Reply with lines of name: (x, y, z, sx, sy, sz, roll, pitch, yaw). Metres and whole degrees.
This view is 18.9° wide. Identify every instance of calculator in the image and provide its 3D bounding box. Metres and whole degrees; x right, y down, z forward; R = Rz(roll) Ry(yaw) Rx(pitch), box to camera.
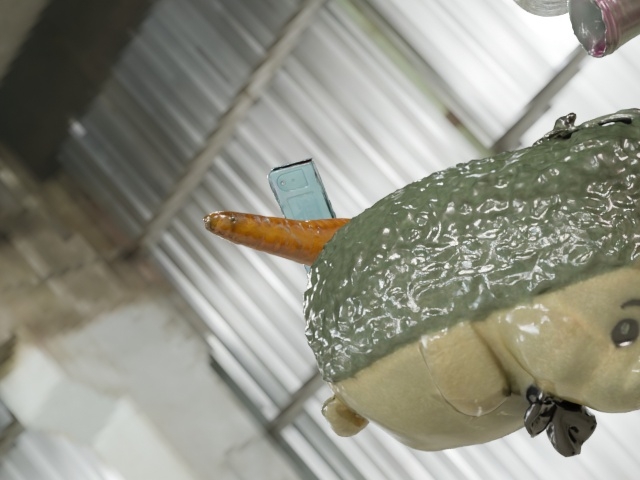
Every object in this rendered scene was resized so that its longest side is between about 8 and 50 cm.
calculator: (-0.001, 0.002, 1.902, 0.057, 0.172, 0.018, -14, 14, 30)

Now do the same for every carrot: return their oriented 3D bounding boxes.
carrot: (0.000, 0.000, 1.695, 0.256, 0.061, 0.061, 12, -54, -46)

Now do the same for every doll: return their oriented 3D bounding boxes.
doll: (0.152, 0.046, 1.465, 0.349, 0.247, 0.247, -30, -8, 31)

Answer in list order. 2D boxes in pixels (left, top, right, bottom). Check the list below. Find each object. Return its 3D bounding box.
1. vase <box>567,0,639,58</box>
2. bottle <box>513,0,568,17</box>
vase: (0.294, -0.203, 1.478, 0.214, 0.086, 0.086, -23, -21, -16)
bottle: (0.248, -0.307, 2.052, 0.110, 0.110, 0.233, -43, -5, 2)
